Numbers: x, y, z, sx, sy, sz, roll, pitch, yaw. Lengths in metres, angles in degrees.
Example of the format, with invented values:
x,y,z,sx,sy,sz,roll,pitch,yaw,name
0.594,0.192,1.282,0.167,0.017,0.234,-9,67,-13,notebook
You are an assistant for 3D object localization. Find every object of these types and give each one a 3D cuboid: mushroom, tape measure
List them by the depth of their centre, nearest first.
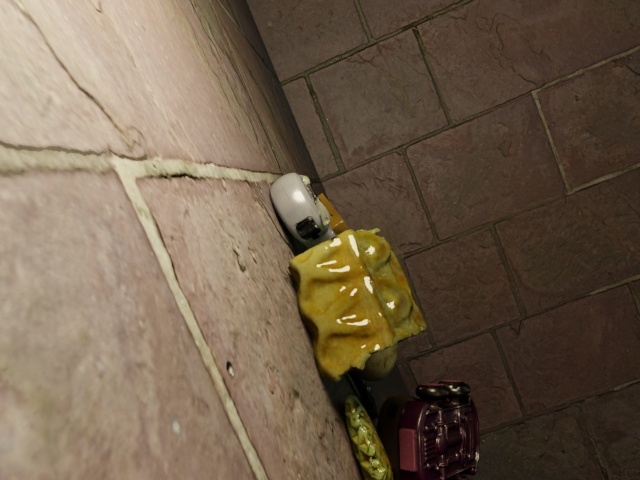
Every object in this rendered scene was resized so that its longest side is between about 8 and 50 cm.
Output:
x,y,z,sx,sy,sz,roll,pitch,yaw,name
-0.039,-0.077,1.109,0.196,0.105,0.178,63,9,17,tape measure
0.143,0.310,1.283,0.166,0.127,0.166,0,90,-58,mushroom

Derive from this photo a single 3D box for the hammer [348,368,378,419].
x,y,z,sx,sy,sz,roll,pitch,yaw,name
0.083,0.332,1.124,0.137,0.037,0.289,-104,170,-59,hammer

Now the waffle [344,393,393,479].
x,y,z,sx,sy,sz,roll,pitch,yaw,name
0.099,0.415,0.905,0.207,0.054,0.214,64,4,-57,waffle

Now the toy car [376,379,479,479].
x,y,z,sx,sy,sz,roll,pitch,yaw,name
0.244,0.490,1.153,0.341,0.240,0.271,18,69,-48,toy car

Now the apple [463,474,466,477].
x,y,z,sx,sy,sz,roll,pitch,yaw,name
0.324,0.670,1.316,0.174,0.188,0.188,-89,157,-66,apple

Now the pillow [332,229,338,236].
x,y,z,sx,sy,sz,roll,pitch,yaw,name
0.041,0.064,1.344,0.249,0.106,0.186,60,7,-34,pillow

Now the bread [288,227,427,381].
x,y,z,sx,sy,sz,roll,pitch,yaw,name
0.072,0.120,0.918,0.239,0.196,0.252,-11,66,-43,bread

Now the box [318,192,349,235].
x,y,z,sx,sy,sz,roll,pitch,yaw,name
0.054,-0.028,1.514,0.152,0.070,0.237,55,1,40,box

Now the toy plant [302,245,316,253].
x,y,z,sx,sy,sz,roll,pitch,yaw,name
0.029,0.115,1.117,0.240,0.088,0.154,47,34,-42,toy plant
